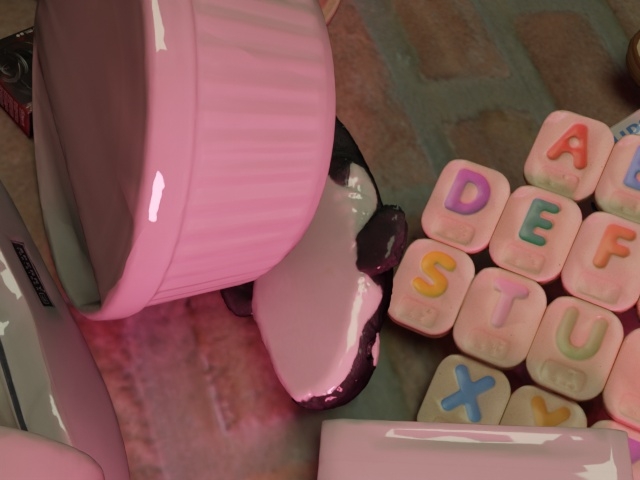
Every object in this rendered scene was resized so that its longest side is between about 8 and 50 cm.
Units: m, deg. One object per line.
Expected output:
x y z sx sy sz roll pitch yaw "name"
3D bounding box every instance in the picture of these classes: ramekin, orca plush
-0.097 -0.086 0.552 0.127 0.273 0.273 -3 59 -31 "ramekin"
0.000 0.000 0.656 0.151 0.102 0.287 -34 54 14 "orca plush"

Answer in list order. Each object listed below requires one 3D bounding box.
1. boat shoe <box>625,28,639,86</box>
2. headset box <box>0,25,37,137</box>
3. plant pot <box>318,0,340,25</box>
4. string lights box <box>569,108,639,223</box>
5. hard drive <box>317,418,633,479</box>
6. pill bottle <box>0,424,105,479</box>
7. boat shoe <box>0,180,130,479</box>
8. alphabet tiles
0.438 -0.202 0.918 0.285 0.089 0.104 -13 79 -22 "boat shoe"
-0.226 -0.125 0.672 0.062 0.032 0.083 -35 73 -33 "headset box"
-0.097 -0.373 0.705 0.334 0.305 0.334 8 56 -13 "plant pot"
0.304 0.032 0.675 0.077 0.133 0.259 -34 69 4 "string lights box"
0.090 0.258 0.488 0.203 0.040 0.307 1 57 7 "hard drive"
-0.182 0.279 0.304 0.224 0.224 0.392 4 59 -16 "pill bottle"
-0.207 0.066 0.524 0.088 0.096 0.267 -29 83 1 "boat shoe"
0.196 0.047 0.611 0.284 0.021 0.278 23 79 18 "alphabet tiles"
